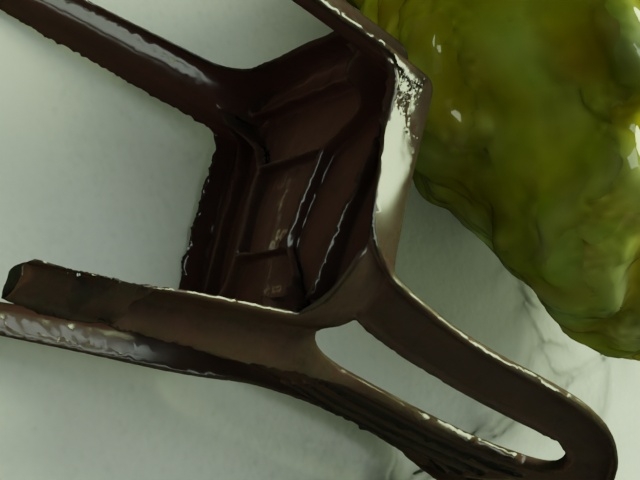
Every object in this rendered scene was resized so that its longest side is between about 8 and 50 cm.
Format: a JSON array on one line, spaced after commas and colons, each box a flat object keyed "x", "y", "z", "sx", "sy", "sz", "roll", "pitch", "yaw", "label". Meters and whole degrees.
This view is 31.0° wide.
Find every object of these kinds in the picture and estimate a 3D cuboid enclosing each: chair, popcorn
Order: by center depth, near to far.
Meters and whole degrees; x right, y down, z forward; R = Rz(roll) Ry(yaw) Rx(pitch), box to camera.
[{"x": 0.000, "y": 0.000, "z": 0.554, "sx": 0.326, "sy": 0.175, "sz": 0.183, "roll": 24, "pitch": 69, "yaw": -32, "label": "chair"}, {"x": 0.146, "y": -0.087, "z": 0.659, "sx": 0.293, "sy": 0.292, "sz": 0.334, "roll": -34, "pitch": 107, "yaw": -36, "label": "popcorn"}]
